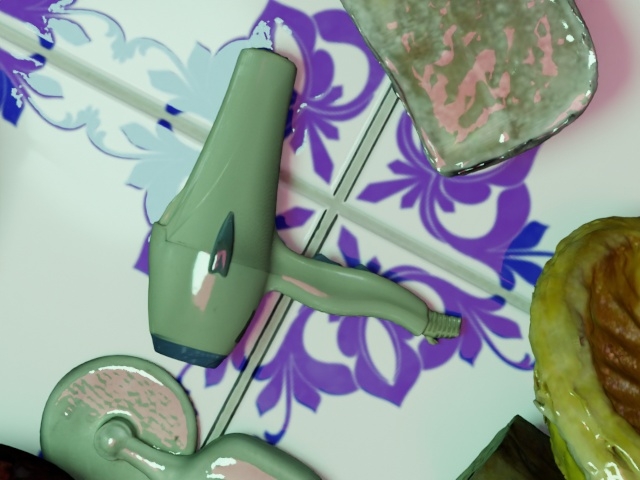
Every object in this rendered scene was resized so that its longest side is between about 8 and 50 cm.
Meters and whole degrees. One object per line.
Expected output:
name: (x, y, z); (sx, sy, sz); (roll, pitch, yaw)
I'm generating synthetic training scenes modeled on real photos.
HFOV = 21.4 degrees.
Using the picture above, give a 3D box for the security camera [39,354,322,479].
security camera: (-0.138, 0.229, 1.637); (0.301, 0.080, 0.157); (31, 99, 3)

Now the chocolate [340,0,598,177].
chocolate: (0.127, -0.217, 1.545); (0.185, 0.100, 0.303); (-28, 85, 13)

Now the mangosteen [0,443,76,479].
mangosteen: (-0.339, 0.350, 1.573); (0.307, 0.307, 0.347); (28, 127, 0)

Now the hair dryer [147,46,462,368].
hair dryer: (-0.021, -0.035, 1.598); (0.298, 0.119, 0.296); (-5, 93, -11)

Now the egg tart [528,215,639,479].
egg tart: (0.330, 0.154, 1.480); (0.388, 0.388, 0.169); (34, 130, -1)

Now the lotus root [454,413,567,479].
lotus root: (0.226, 0.291, 1.503); (0.260, 0.267, 0.149); (41, 97, 8)
